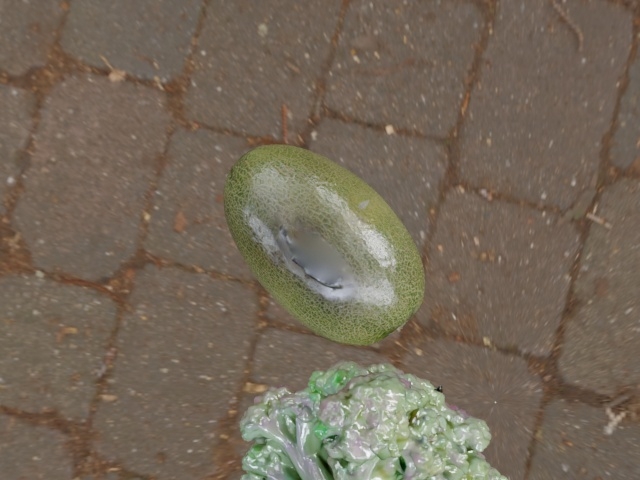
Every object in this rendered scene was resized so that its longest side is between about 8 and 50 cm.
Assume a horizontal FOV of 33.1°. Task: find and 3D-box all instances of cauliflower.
[{"bbox_3d":[0.044,0.240,0.895,0.256,0.239,0.315,33,44,-15],"label":"cauliflower"}]

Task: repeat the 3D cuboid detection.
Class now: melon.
[{"bbox_3d":[0.000,0.000,0.723,0.099,0.099,0.162,-44,78,1],"label":"melon"}]
